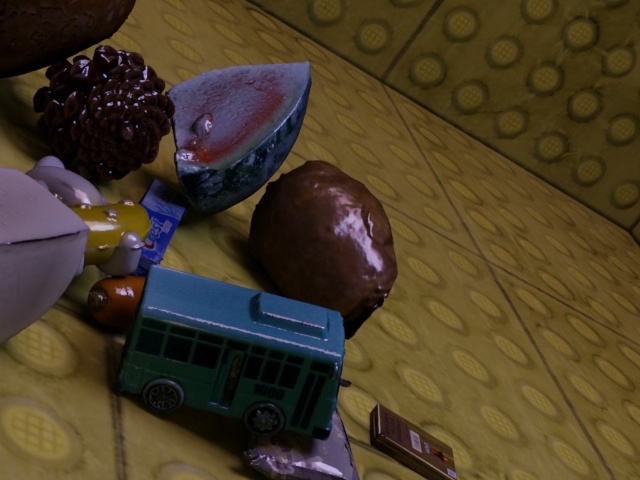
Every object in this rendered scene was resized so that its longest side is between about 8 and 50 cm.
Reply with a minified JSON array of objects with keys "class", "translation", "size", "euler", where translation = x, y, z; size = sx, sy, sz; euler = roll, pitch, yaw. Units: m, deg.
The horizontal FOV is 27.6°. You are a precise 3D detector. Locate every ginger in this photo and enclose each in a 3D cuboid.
[{"class":"ginger","translation":[0.002,-0.003,1.993],"size":[0.223,0.200,0.269],"euler":[34,18,-12]}]

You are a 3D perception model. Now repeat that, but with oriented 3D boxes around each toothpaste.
[{"class":"toothpaste","translation":[-0.239,-0.014,1.818],"size":[0.066,0.053,0.272],"euler":[33,19,-9]}]

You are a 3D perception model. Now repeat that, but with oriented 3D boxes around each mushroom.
[{"class":"mushroom","translation":[-0.423,-0.341,1.867],"size":[0.239,0.345,0.345],"euler":[48,18,-2]}]

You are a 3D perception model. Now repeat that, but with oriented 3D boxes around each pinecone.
[{"class":"pinecone","translation":[-0.324,-0.190,1.890],"size":[0.208,0.207,0.207],"euler":[33,19,-13]}]

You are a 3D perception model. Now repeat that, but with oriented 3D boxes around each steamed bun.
[{"class":"steamed bun","translation":[-0.365,0.024,1.322],"size":[0.146,0.164,0.242],"euler":[40,20,15]}]

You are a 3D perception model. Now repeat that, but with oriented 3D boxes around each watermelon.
[{"class":"watermelon","translation":[-0.137,-0.183,1.983],"size":[0.213,0.289,0.320],"euler":[46,11,5]}]

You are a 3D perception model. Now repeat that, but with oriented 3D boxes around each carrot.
[{"class":"carrot","translation":[-0.209,0.077,1.633],"size":[0.067,0.067,0.225],"euler":[45,18,24]}]

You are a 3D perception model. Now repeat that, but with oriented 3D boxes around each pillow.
[{"class":"pillow","translation":[-0.036,0.224,1.600],"size":[0.169,0.059,0.255],"euler":[20,23,-16]}]

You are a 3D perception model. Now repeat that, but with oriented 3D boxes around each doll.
[{"class":"doll","translation":[-0.321,-0.027,1.595],"size":[0.252,0.111,0.237],"euler":[22,26,28]}]

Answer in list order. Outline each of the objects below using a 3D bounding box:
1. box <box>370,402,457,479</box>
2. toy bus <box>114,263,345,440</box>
[{"class":"box","translation":[0.128,0.284,1.806],"size":[0.133,0.023,0.090],"euler":[33,20,-13]},{"class":"toy bus","translation":[-0.096,0.128,1.509],"size":[0.256,0.147,0.128],"euler":[14,26,-8]}]
